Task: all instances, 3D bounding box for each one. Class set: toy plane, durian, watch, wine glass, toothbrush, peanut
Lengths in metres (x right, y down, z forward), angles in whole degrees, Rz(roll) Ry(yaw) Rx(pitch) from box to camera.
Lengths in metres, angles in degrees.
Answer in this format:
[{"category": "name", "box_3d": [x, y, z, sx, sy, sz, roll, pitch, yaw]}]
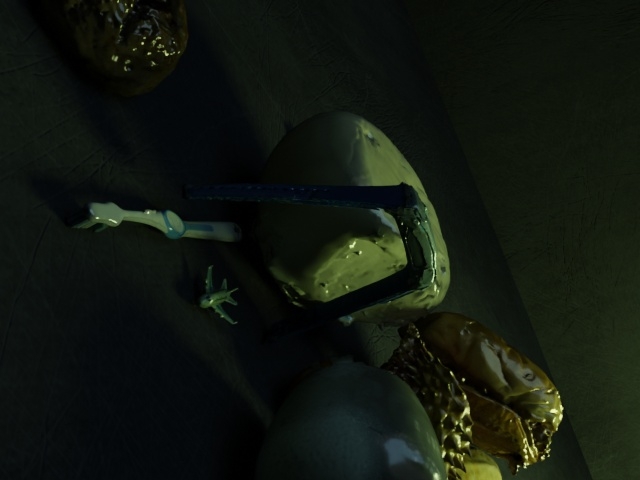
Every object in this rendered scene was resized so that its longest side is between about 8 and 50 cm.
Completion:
[{"category": "toy plane", "box_3d": [-0.135, 0.073, 1.132, 0.083, 0.033, 0.080, -17, 84, -63]}, {"category": "durian", "box_3d": [0.110, 0.288, 1.246, 0.154, 0.186, 0.260, 43, -27, 49]}, {"category": "watch", "box_3d": [0.001, -0.011, 1.162, 0.068, 0.274, 0.276, -92, 159, -54]}, {"category": "wine glass", "box_3d": [0.027, 0.302, 1.003, 0.238, 0.238, 0.323, 55, 21, -28]}, {"category": "toothbrush", "box_3d": [-0.181, -0.021, 1.112, 0.386, 0.040, 0.040, 4, 64, -68]}, {"category": "peanut", "box_3d": [0.211, 0.410, 1.474, 0.305, 0.147, 0.147, 22, 47, -61]}]

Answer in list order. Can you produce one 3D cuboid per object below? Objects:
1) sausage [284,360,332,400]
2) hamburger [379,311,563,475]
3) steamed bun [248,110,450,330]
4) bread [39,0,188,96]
[{"category": "sausage", "box_3d": [0.036, 0.226, 1.288, 0.270, 0.109, 0.109, 26, 44, -63]}, {"category": "hamburger", "box_3d": [0.239, 0.240, 1.438, 0.318, 0.158, 0.318, 36, -13, 10]}, {"category": "steamed bun", "box_3d": [0.036, -0.025, 1.386, 0.334, 0.233, 0.312, 49, 22, -31]}, {"category": "bread", "box_3d": [-0.252, -0.298, 1.132, 0.230, 0.123, 0.230, 55, 21, -34]}]
